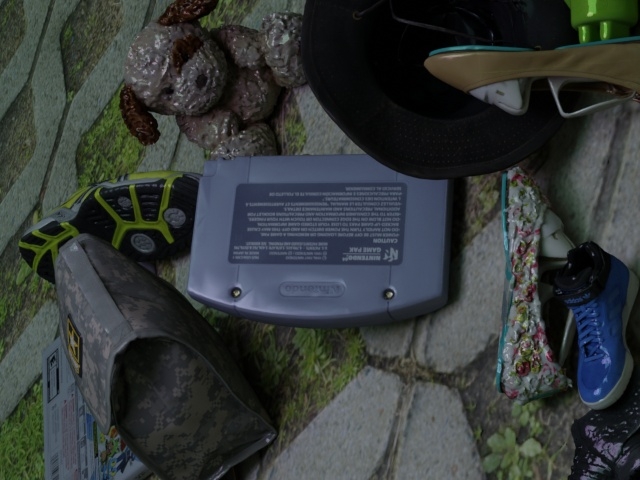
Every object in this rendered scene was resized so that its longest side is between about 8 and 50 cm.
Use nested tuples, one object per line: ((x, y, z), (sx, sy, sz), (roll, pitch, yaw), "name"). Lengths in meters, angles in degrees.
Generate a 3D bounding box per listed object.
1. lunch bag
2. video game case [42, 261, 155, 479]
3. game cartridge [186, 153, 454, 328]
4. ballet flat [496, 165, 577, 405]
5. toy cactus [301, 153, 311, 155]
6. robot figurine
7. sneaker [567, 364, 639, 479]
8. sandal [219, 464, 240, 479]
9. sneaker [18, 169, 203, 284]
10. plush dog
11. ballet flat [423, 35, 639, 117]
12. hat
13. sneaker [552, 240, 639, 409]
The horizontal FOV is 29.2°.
((-0.215, 0.144, 1.508), (0.169, 0.287, 0.235), (-37, 41, -2), "lunch bag")
((-0.329, 0.240, 1.851), (0.300, 0.036, 0.329), (-40, 45, 35), "video game case")
((0.000, 0.000, 1.390), (0.297, 0.062, 0.198), (1, 75, 15), "game cartridge")
((0.216, 0.043, 1.206), (0.077, 0.091, 0.241), (-2, 75, 20), "ballet flat")
((0.022, -0.040, 1.478), (0.180, 0.112, 0.219), (-40, 37, 22), "toy cactus")
((0.284, -0.251, 1.233), (0.101, 0.067, 0.115), (-6, 83, 47), "robot figurine")
((0.250, 0.197, 1.104), (0.170, 0.051, 0.089), (-48, 41, 22), "sneaker")
((-0.150, 0.350, 1.544), (0.090, 0.060, 0.219), (-20, 59, 47), "sandal")
((-0.296, -0.050, 1.849), (0.384, 0.145, 0.147), (-13, 33, 36), "sneaker")
((-0.159, -0.225, 1.675), (0.210, 0.225, 0.262), (38, 105, 52), "plush dog")
((0.217, -0.156, 1.197), (0.232, 0.080, 0.073), (-2, 86, 11), "ballet flat")
((0.127, -0.198, 1.329), (0.134, 0.331, 0.331), (97, 176, -69), "hat")
((0.241, 0.071, 1.108), (0.058, 0.084, 0.152), (-18, 44, 47), "sneaker")
